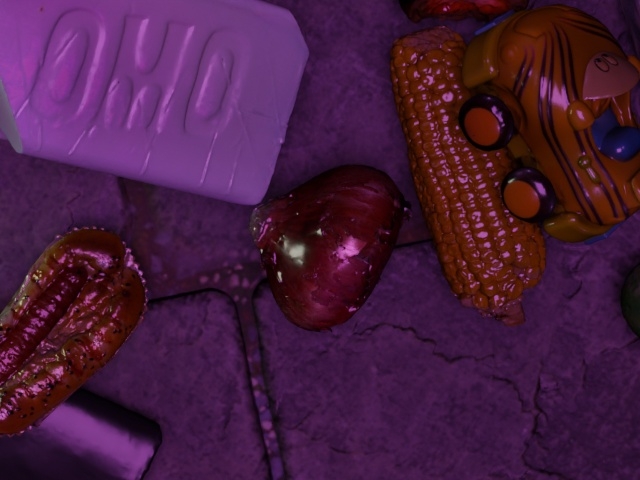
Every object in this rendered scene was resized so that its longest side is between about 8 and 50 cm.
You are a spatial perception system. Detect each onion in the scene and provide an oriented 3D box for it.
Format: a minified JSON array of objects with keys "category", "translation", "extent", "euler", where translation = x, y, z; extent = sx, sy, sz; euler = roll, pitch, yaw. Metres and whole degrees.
[{"category":"onion","translation":[0.000,0.000,1.867],"extent":[0.147,0.184,0.184],"euler":[22,97,-22]}]

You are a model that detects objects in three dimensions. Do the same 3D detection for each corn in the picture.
[{"category":"corn","translation":[0.152,-0.064,1.896],"extent":[0.119,0.119,0.321],"euler":[-19,97,1]}]

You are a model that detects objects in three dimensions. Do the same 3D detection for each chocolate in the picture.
[{"category":"chocolate","translation":[0.149,-0.270,1.870],"extent":[0.133,0.124,0.127],"euler":[22,87,-33]}]

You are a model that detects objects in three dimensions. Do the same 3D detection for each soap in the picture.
[{"category":"soap","translation":[-0.198,-0.172,1.800],"extent":[0.347,0.115,0.208],"euler":[13,97,-32]}]

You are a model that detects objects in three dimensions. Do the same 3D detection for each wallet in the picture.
[{"category":"wallet","translation":[-0.393,0.208,1.942],"extent":[0.406,0.062,0.228],"euler":[27,95,-6]}]

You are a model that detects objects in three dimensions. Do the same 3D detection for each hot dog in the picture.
[{"category":"hot dog","translation":[-0.281,0.098,1.894],"extent":[0.131,0.069,0.252],"euler":[43,74,-4]}]

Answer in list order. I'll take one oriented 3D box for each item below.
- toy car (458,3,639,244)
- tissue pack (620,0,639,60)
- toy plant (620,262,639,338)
[{"category":"toy car","translation":[0.258,-0.126,1.834],"extent":[0.142,0.200,0.248],"euler":[-23,103,42]},{"category":"tissue pack","translation":[0.431,-0.190,1.884],"extent":[0.201,0.124,0.271],"euler":[-17,97,0]},{"category":"toy plant","translation":[0.448,0.089,1.910],"extent":[0.235,0.175,0.218],"euler":[-23,105,27]}]
